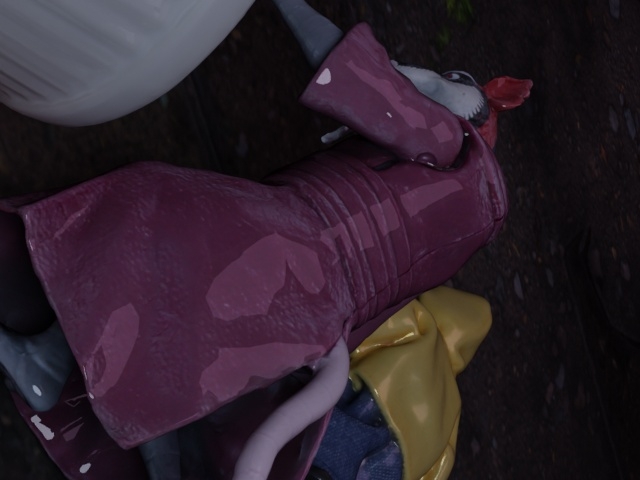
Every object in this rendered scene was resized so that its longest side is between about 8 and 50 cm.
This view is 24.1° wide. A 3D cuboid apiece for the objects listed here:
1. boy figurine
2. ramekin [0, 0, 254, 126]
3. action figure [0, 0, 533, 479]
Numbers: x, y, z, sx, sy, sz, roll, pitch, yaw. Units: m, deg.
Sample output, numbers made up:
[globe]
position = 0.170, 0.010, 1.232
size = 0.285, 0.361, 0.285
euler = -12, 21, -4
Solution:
[boy figurine]
position = 0.040, 0.106, 1.039
size = 0.177, 0.092, 0.285
euler = 66, 34, -24
[ramekin]
position = -0.125, -0.198, 0.693
size = 0.127, 0.273, 0.273
euler = 21, 65, -42
[action figure]
position = 0.000, 0.000, 0.807
size = 0.370, 0.276, 0.248
euler = -33, 136, -27
